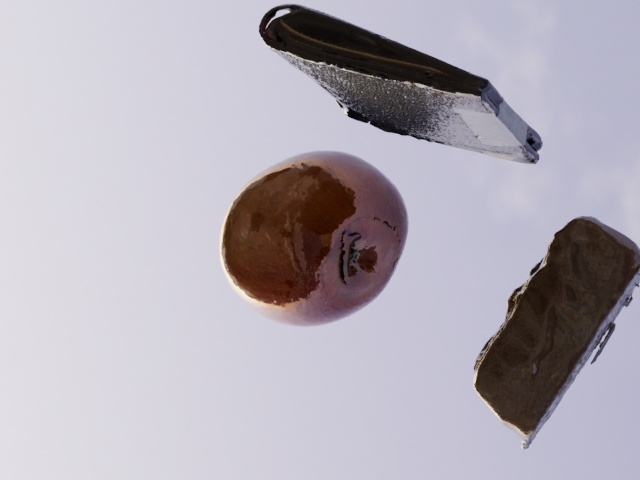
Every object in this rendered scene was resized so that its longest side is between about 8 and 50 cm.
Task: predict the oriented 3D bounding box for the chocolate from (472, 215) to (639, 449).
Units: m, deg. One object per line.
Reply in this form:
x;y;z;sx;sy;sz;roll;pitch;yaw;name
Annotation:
0.216;0.084;1.459;0.093;0.148;0.214;35;-91;16;chocolate

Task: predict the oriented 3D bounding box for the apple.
0.000;0.000;1.857;0.235;0.210;0.173;-41;-144;-16;apple

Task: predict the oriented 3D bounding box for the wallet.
0.090;-0.161;1.624;0.262;0.221;0.071;23;-96;27;wallet
